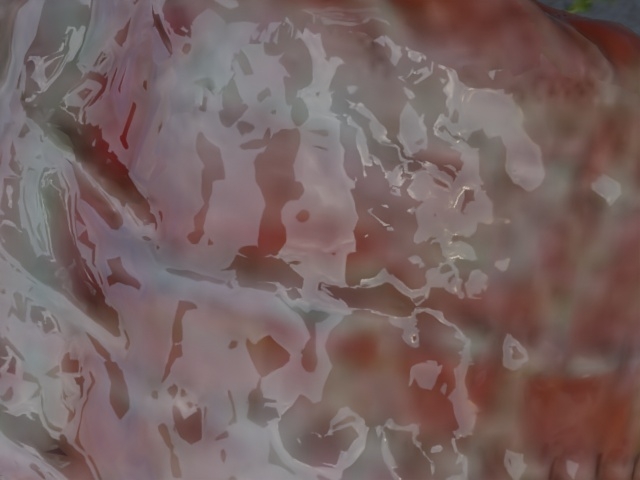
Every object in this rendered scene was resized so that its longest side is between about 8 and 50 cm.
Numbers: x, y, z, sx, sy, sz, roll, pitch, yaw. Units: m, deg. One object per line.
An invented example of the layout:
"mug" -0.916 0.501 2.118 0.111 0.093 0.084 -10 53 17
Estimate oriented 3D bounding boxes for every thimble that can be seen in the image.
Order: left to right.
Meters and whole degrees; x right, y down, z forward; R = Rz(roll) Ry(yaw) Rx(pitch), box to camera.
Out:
"thimble" 0.000 0.000 0.419 0.239 0.239 0.162 15 93 33
